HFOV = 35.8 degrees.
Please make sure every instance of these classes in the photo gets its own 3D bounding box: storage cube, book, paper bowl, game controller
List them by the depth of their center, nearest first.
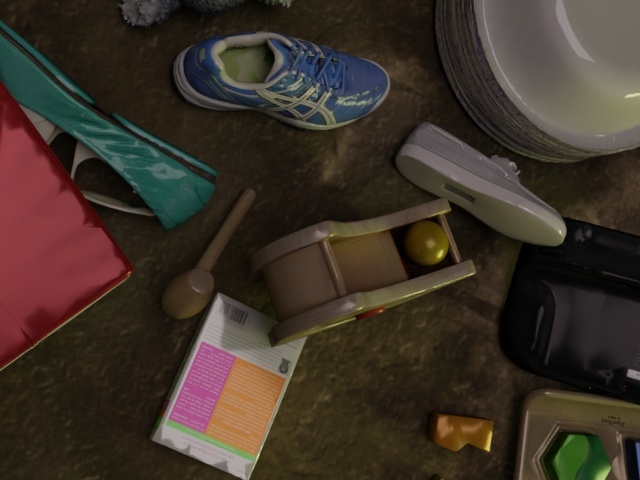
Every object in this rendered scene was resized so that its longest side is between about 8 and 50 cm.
[{"bbox_3d":[-0.285,-0.002,0.739,0.184,0.215,0.193,-39,106,-20],"label":"storage cube"},{"bbox_3d":[-0.083,0.132,0.902,0.096,0.035,0.144,28,75,-16],"label":"book"},{"bbox_3d":[0.349,0.088,1.002,0.319,0.067,0.166,16,96,7],"label":"game controller"},{"bbox_3d":[0.272,-0.227,1.010,0.284,0.148,0.284,1,87,-21],"label":"paper bowl"}]

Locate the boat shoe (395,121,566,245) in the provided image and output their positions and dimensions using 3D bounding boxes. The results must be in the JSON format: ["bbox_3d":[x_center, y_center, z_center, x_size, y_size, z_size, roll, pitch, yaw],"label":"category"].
[{"bbox_3d":[0.166,-0.058,0.986,0.184,0.066,0.063,26,67,9],"label":"boat shoe"}]

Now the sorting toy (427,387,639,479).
[{"bbox_3d":[0.250,0.268,1.004,0.307,0.041,0.229,9,88,-16],"label":"sorting toy"}]

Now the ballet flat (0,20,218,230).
[{"bbox_3d":[-0.206,-0.089,0.847,0.247,0.083,0.087,35,88,-14],"label":"ballet flat"}]

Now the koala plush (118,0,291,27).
[{"bbox_3d":[-0.104,-0.304,0.872,0.196,0.203,0.221,-15,113,-13],"label":"koala plush"}]

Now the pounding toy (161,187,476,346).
[{"bbox_3d":[0.000,0.000,0.869,0.270,0.154,0.154,-16,81,-30],"label":"pounding toy"}]

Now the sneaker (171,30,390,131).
[{"bbox_3d":[-0.027,-0.148,0.919,0.211,0.081,0.080,-1,85,-23],"label":"sneaker"}]
